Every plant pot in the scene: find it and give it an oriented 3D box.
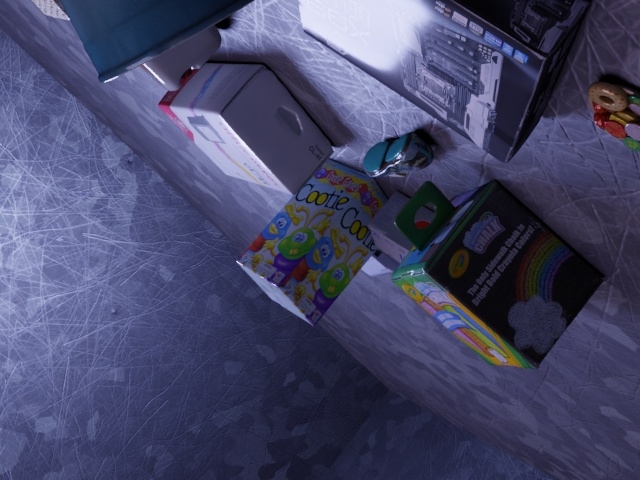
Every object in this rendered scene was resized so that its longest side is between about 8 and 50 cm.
[{"bbox_3d":[-0.216,-0.370,0.977,0.255,0.272,0.272,61,161,-19],"label":"plant pot"}]

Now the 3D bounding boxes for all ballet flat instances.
[{"bbox_3d":[0.123,-0.125,1.273,0.070,0.070,0.188,42,171,-12],"label":"ballet flat"}]

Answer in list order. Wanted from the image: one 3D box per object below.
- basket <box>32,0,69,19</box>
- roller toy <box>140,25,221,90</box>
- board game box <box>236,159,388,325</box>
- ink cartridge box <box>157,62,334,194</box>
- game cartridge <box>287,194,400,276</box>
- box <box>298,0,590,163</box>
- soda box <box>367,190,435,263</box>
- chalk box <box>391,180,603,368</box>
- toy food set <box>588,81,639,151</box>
[{"bbox_3d":[-0.542,-0.529,1.675,0.167,0.103,0.113,27,162,49],"label":"basket"},{"bbox_3d":[-0.267,-0.362,1.366,0.191,0.146,0.209,43,177,30],"label":"roller toy"},{"bbox_3d":[0.000,0.000,1.568,0.142,0.275,0.144,27,162,45],"label":"board game box"},{"bbox_3d":[-0.151,-0.223,1.566,0.226,0.131,0.306,47,167,-30],"label":"ink cartridge box"},{"bbox_3d":[0.050,-0.023,1.880,0.294,0.060,0.196,40,172,-4],"label":"game cartridge"},{"bbox_3d":[0.109,-0.236,0.863,0.307,0.076,0.242,36,168,13],"label":"box"},{"bbox_3d":[0.226,0.029,1.443,0.286,0.091,0.098,33,165,27],"label":"soda box"},{"bbox_3d":[0.237,0.036,1.235,0.289,0.180,0.179,41,168,-4],"label":"chalk box"},{"bbox_3d":[0.305,-0.126,0.814,0.083,0.020,0.083,35,167,20],"label":"toy food set"}]
